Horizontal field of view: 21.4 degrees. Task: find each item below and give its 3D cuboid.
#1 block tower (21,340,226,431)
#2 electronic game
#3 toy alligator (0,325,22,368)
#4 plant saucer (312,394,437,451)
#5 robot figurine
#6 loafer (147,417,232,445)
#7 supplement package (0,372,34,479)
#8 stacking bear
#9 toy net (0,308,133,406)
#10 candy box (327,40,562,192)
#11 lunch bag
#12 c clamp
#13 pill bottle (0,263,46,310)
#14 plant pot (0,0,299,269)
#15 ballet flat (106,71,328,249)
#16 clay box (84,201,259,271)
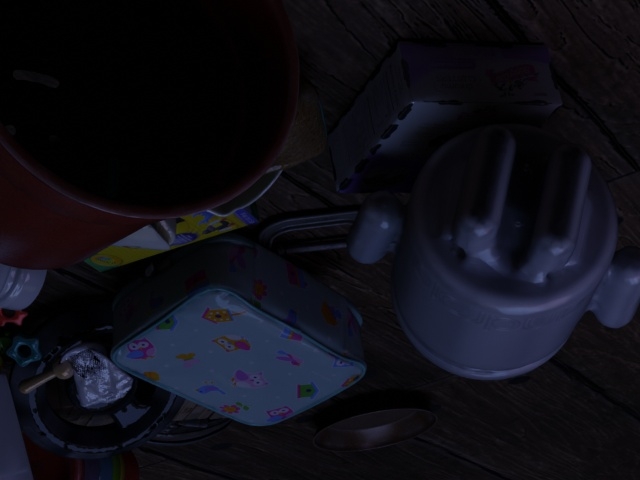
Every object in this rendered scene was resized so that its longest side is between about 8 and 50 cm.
[{"bbox_3d":[-0.221,0.183,2.210,0.335,0.097,0.091,-3,156,-23],"label":"block tower"},{"bbox_3d":[-0.269,0.171,2.085,0.229,0.048,0.229,-10,120,-17],"label":"electronic game"},{"bbox_3d":[-0.398,0.127,2.060,0.189,0.056,0.051,-11,114,-18],"label":"toy alligator"},{"bbox_3d":[0.082,0.282,2.649,0.198,0.036,0.198,-9,158,-4],"label":"plant saucer"},{"bbox_3d":[0.174,0.017,1.678,0.300,0.200,0.353,17,157,4],"label":"robot figurine"},{"bbox_3d":[-0.232,0.221,2.298,0.267,0.096,0.084,2,148,-24],"label":"loafer"},{"bbox_3d":[-0.492,0.293,2.090,0.199,0.198,0.262,-13,175,-29],"label":"supplement package"},{"bbox_3d":[-0.353,0.329,2.420,0.164,0.175,0.289,-2,171,17],"label":"stacking bear"},{"bbox_3d":[-0.329,0.123,1.986,0.232,0.045,0.122,14,111,-8],"label":"toy net"},{"bbox_3d":[0.120,-0.119,1.686,0.164,0.070,0.196,-1,156,-23],"label":"candy box"},{"bbox_3d":[-0.103,0.110,1.997,0.224,0.108,0.279,-30,134,34],"label":"lunch bag"},{"bbox_3d":[0.000,0.000,1.971,0.160,0.022,0.137,-4,156,-18],"label":"c clamp"},{"bbox_3d":[-0.382,0.011,1.689,0.208,0.118,0.117,16,146,-41],"label":"pill bottle"},{"bbox_3d":[-0.196,-0.106,1.360,0.272,0.272,0.265,2,162,-28],"label":"plant pot"},{"bbox_3d":[-0.140,-0.059,1.640,0.342,0.116,0.124,-24,131,18],"label":"ballet flat"},{"bbox_3d":[-0.191,-0.028,1.779,0.222,0.053,0.127,-18,155,15],"label":"clay box"}]
